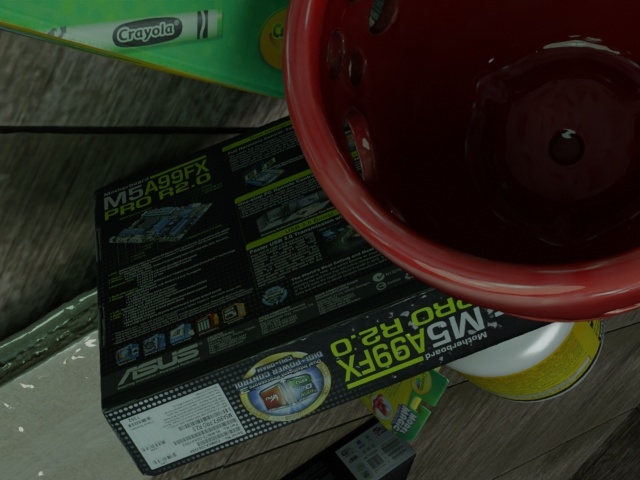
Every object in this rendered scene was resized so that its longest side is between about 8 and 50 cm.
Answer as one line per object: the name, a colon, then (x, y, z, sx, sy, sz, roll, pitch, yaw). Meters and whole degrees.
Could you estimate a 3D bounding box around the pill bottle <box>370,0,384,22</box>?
pill bottle: (0.063, -0.215, 0.498, 0.176, 0.176, 0.318, -44, 154, 4)

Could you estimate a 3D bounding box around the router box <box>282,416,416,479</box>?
router box: (-0.020, 0.406, 1.428, 0.308, 0.081, 0.243, -28, 150, -27)

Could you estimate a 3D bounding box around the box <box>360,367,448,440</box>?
box: (0.049, 0.093, 0.941, 0.043, 0.179, 0.105, -20, 147, -38)

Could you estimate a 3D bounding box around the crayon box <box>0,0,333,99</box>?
crayon box: (-0.128, -0.122, 0.368, 0.278, 0.165, 0.081, 5, 101, -57)

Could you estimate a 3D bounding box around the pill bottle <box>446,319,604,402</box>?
pill bottle: (0.199, 0.066, 1.099, 0.188, 0.188, 0.334, -45, 154, 4)

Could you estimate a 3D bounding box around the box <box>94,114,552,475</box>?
box: (0.000, 0.000, 0.606, 0.270, 0.216, 0.060, -21, 127, 1)

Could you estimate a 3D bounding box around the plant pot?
plant pot: (0.100, -0.059, 0.417, 0.191, 0.191, 0.174, -46, 160, 6)

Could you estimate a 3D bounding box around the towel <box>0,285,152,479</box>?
towel: (-0.168, 0.127, 0.759, 0.282, 0.049, 0.187, -30, 137, -1)
